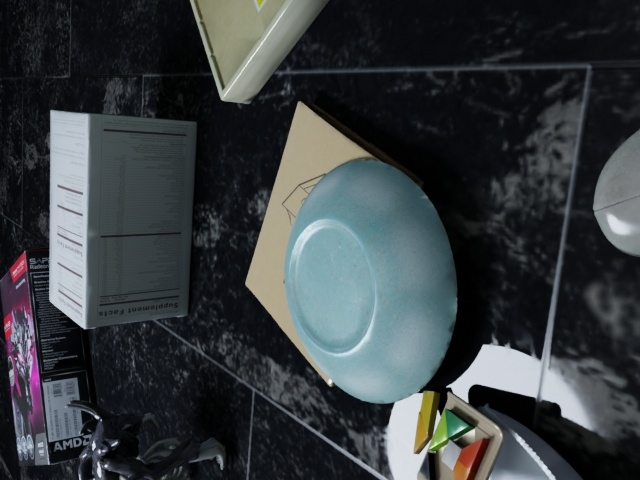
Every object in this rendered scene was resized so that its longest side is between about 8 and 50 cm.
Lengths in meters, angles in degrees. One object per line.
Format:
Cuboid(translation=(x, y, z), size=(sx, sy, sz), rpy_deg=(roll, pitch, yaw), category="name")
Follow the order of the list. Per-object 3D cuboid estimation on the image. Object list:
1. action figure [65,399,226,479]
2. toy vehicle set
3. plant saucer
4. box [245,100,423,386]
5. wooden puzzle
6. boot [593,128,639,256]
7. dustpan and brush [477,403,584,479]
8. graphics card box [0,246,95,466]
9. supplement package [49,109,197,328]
Cuboid(translation=(-0.190, 0.291, 0.745), size=(0.164, 0.140, 0.276), rpy_deg=(-33, 82, 50), category="action figure")
Cuboid(translation=(-0.043, -0.275, 0.597), size=(0.267, 0.035, 0.166), rpy_deg=(-40, 62, 46), category="toy vehicle set")
Cuboid(translation=(0.020, 0.034, 0.503), size=(0.194, 0.037, 0.195), rpy_deg=(5, 97, 51), category="plant saucer")
Cuboid(translation=(0.000, 0.000, 0.573), size=(0.164, 0.021, 0.201), rpy_deg=(43, 125, 42), category="box")
Cuboid(translation=(0.090, 0.146, 0.431), size=(0.116, 0.014, 0.079), rpy_deg=(3, 76, 68), category="wooden puzzle")
Cuboid(translation=(0.180, -0.050, 0.225), size=(0.246, 0.161, 0.084), rpy_deg=(-24, 73, 50), category="boot")
Cuboid(translation=(0.147, 0.202, 0.365), size=(0.211, 0.060, 0.148), rpy_deg=(17, 106, 50), category="dustpan and brush")
Cuboid(translation=(-0.505, 0.218, 1.178), size=(0.232, 0.094, 0.371), rpy_deg=(-25, 74, 50), category="graphics card box")
Cuboid(translation=(-0.248, -0.031, 0.794), size=(0.133, 0.139, 0.244), rpy_deg=(16, 104, 49), category="supplement package")
